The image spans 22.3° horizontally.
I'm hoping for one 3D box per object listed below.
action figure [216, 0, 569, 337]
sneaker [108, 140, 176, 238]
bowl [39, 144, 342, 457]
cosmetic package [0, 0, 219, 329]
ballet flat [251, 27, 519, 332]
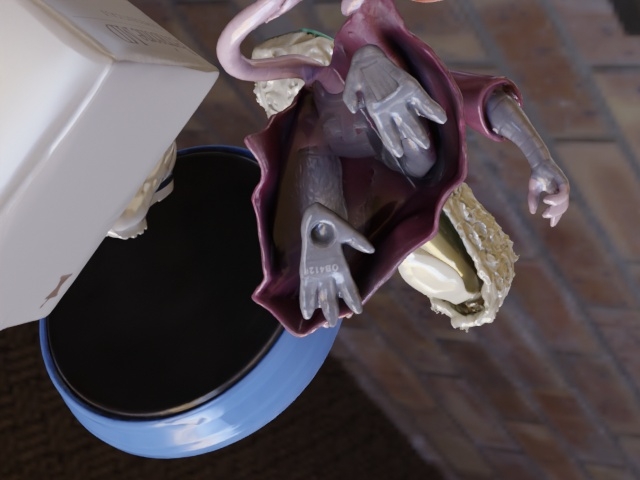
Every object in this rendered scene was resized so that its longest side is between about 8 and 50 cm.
[{"bbox_3d":[0.024,-0.074,1.234,0.276,0.248,0.370,56,15,-9],"label":"action figure"},{"bbox_3d":[-0.214,-0.076,1.782,0.235,0.090,0.095,-71,178,-65],"label":"sneaker"},{"bbox_3d":[-0.157,0.059,1.894,0.077,0.391,0.391,48,55,-51],"label":"bowl"},{"bbox_3d":[-0.374,-0.149,1.507,0.327,0.394,0.329,-53,172,10],"label":"cosmetic package"},{"bbox_3d":[0.076,-0.054,1.728,0.409,0.147,0.147,44,55,-25],"label":"ballet flat"}]
